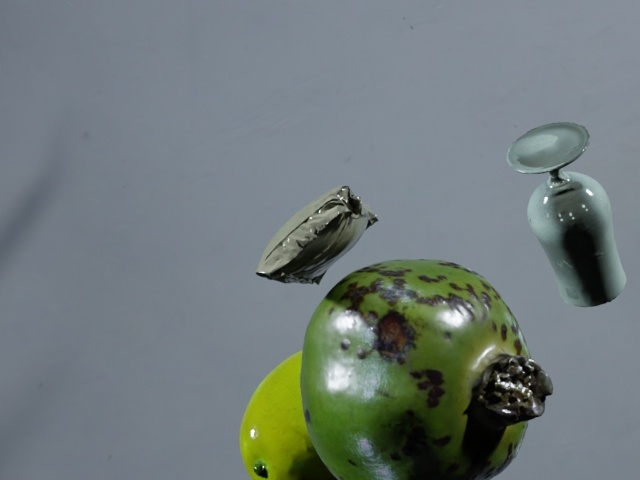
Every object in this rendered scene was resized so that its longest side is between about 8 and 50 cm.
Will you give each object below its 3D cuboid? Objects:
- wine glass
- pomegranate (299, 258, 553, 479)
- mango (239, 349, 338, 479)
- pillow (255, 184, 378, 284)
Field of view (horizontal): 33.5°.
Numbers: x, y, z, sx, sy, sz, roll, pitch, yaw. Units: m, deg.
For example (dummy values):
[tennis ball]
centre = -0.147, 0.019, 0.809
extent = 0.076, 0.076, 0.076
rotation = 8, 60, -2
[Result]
[wine glass]
centre = 0.312, -0.026, 1.324
extent = 0.103, 0.103, 0.231
rotation = -20, 124, 8
[pomegranate]
centre = 0.104, 0.138, 1.050
extent = 0.271, 0.254, 0.254
rotation = -10, 105, 51
[mango]
centre = -0.019, 0.267, 1.572
extent = 0.186, 0.273, 0.149
rotation = 14, 141, 3
[pillow]
centre = 0.000, 0.000, 1.057
extent = 0.119, 0.208, 0.053
rotation = -39, 81, 4
